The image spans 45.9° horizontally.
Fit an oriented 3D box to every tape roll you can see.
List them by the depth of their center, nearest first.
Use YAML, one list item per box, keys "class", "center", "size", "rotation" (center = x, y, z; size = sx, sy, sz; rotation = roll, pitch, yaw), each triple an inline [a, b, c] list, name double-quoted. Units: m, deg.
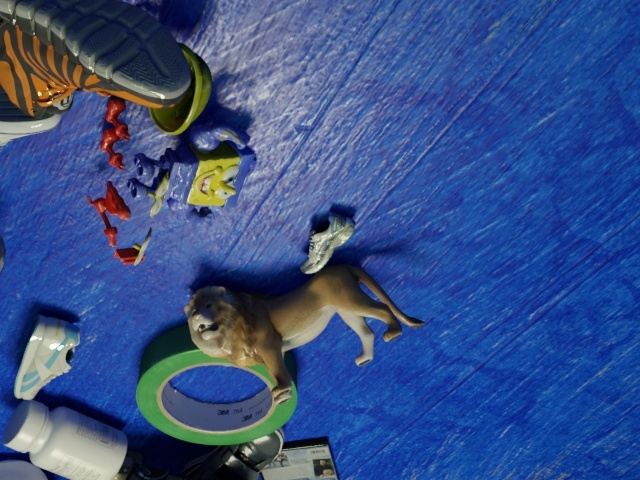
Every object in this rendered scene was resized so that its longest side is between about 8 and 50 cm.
- class: "tape roll"
  center: [-0.207, 0.296, 1.539]
  size: [0.322, 0.077, 0.321]
  rotation: [-2, 132, -3]

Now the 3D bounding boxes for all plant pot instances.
- class: "plant pot"
  center: [-0.457, 0.539, 1.727]
  size: [0.109, 0.109, 0.096]
  rotation: [16, 118, -17]

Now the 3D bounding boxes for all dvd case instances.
- class: "dvd case"
  center: [-0.053, 0.563, 1.824]
  size: [0.181, 0.022, 0.253]
  rotation: [-8, 132, 5]

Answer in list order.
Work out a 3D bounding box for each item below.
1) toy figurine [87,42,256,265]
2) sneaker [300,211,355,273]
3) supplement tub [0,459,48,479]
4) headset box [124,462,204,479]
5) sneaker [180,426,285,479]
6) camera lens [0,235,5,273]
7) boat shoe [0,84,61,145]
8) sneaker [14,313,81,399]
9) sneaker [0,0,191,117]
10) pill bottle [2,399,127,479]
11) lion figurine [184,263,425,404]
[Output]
- class: "toy figurine"
  center: [-0.189, -0.142, 1.143]
  size: [0.217, 0.191, 0.362]
  rotation: [-6, 132, -40]
- class: "sneaker"
  center: [0.000, 0.000, 1.312]
  size: [0.058, 0.052, 0.135]
  rotation: [33, 115, -17]
- class: "supplement tub"
  center: [-0.710, 0.674, 1.743]
  size: [0.229, 0.228, 0.316]
  rotation: [4, 131, -7]
- class: "headset box"
  center: [-0.287, 0.637, 1.629]
  size: [0.283, 0.131, 0.246]
  rotation: [10, 124, 11]
- class: "sneaker"
  center: [-0.205, 0.519, 1.695]
  size: [0.126, 0.127, 0.321]
  rotation: [41, 118, -14]
- class: "camera lens"
  center: [-0.642, -0.001, 1.147]
  size: [0.219, 0.219, 0.274]
  rotation: [-21, 130, 15]
- class: "boat shoe"
  center: [-0.482, -0.178, 1.107]
  size: [0.226, 0.083, 0.075]
  rotation: [6, 144, 6]
- class: "sneaker"
  center: [-0.531, 0.238, 1.461]
  size: [0.092, 0.087, 0.228]
  rotation: [17, 131, -20]
- class: "sneaker"
  center: [-0.311, -0.228, 1.002]
  size: [0.321, 0.124, 0.180]
  rotation: [32, 140, 13]
- class: "pill bottle"
  center: [-0.538, 0.425, 1.595]
  size: [0.229, 0.131, 0.131]
  rotation: [35, 121, -30]
- class: "lion figurine"
  center: [-0.035, 0.135, 1.359]
  size: [0.392, 0.240, 0.142]
  rotation: [-23, 159, -4]
